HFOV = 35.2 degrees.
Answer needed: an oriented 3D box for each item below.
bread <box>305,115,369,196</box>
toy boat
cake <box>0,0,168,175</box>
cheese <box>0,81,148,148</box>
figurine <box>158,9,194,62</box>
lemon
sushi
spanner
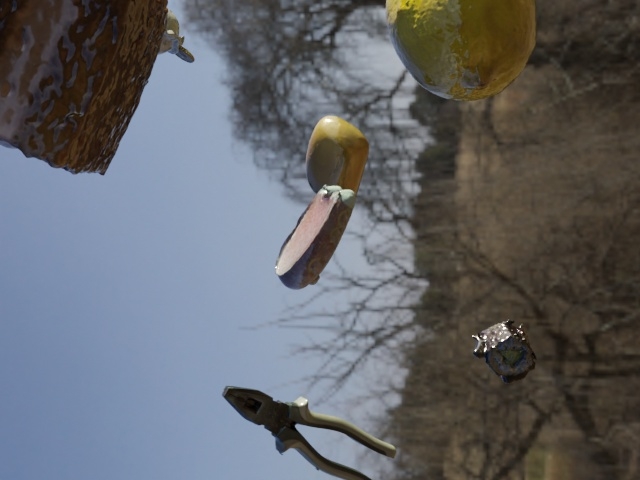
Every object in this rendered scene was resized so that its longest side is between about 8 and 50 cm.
[{"bbox_3d":[0.029,-0.173,2.269,0.098,0.147,0.217,-43,-24,-32],"label":"bread"},{"bbox_3d":[0.000,0.000,1.995,0.227,0.085,0.155,-58,22,-2],"label":"toy boat"},{"bbox_3d":[-0.317,-0.201,0.981,0.196,0.293,0.199,-61,-8,-84],"label":"cake"},{"bbox_3d":[-0.354,-0.172,1.365,0.244,0.135,0.052,-22,-92,-43],"label":"cheese"},{"bbox_3d":[-0.364,-0.429,1.983,0.271,0.143,0.143,49,-150,-24],"label":"figurine"},{"bbox_3d":[0.237,-0.371,1.696,0.284,0.260,0.260,-113,15,-57],"label":"lemon"},{"bbox_3d":[0.334,0.201,1.825,0.094,0.098,0.084,61,-166,-19],"label":"sushi"},{"bbox_3d":[-0.020,0.311,1.620,0.096,0.325,0.040,-62,22,-8],"label":"spanner"}]
